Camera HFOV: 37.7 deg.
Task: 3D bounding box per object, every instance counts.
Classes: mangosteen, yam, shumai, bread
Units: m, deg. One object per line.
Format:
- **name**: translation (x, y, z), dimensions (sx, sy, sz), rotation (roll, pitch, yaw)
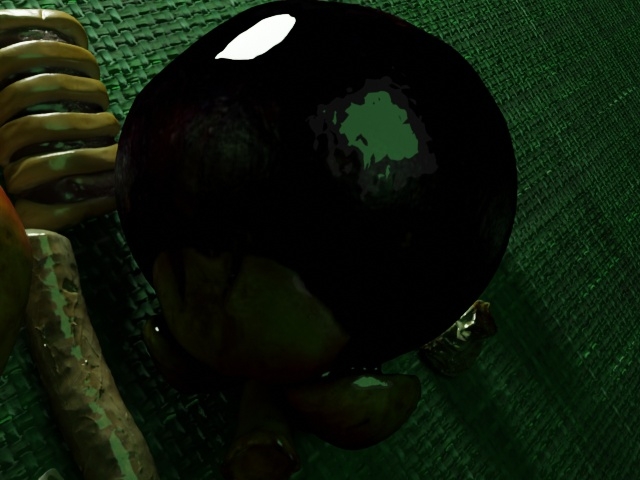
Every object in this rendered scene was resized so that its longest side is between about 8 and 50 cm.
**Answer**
- **mangosteen**: translation (0.000, 0.000, 0.857), dimensions (0.382, 0.382, 0.436), rotation (5, 75, -42)
- **yam**: translation (-0.200, 0.128, 0.800), dimensions (0.066, 0.066, 0.300), rotation (-12, 74, -47)
- **shumai**: translation (0.166, 0.098, 1.151), dimensions (0.099, 0.087, 0.124), rotation (-24, 81, -47)
- **bread**: translation (-0.253, -0.117, 0.897), dimensions (0.134, 0.081, 0.225), rotation (-12, 74, -48)

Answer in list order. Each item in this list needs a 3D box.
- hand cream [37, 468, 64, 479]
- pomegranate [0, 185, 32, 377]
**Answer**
- **hand cream**: translation (-0.242, 0.239, 0.716), dimensions (0.057, 0.037, 0.165), rotation (54, 35, -1)
- **pomegranate**: translation (-0.334, 0.024, 0.604), dimensions (0.270, 0.252, 0.229), rotation (21, 71, -35)
